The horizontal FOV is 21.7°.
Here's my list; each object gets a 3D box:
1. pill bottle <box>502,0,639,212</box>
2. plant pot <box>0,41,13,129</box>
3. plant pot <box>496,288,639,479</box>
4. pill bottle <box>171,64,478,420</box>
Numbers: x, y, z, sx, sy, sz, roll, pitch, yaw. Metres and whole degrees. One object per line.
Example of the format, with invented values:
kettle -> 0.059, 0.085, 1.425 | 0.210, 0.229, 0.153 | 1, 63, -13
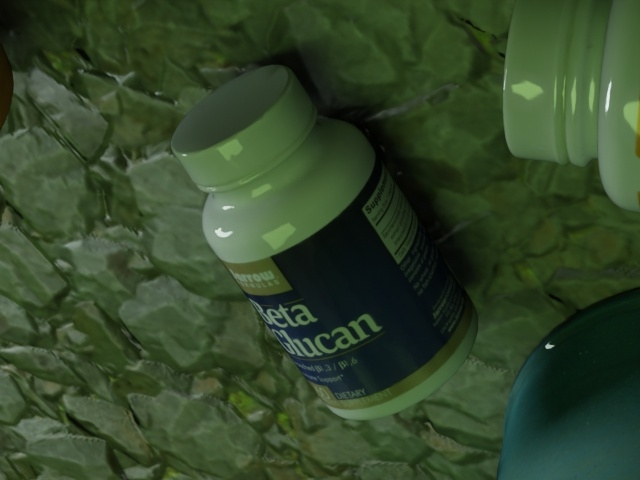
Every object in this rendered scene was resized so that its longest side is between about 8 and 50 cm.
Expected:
pill bottle -> 0.187, -0.063, 0.673 | 0.215, 0.117, 0.117 | 8, 132, 18
plant pot -> -0.248, -0.108, 0.786 | 0.205, 0.205, 0.188 | -4, 142, 27
plant pot -> 0.193, 0.202, 0.808 | 0.271, 0.255, 0.272 | 12, 132, 14
pill bottle -> 0.000, 0.000, 0.827 | 0.094, 0.094, 0.169 | -16, 121, 34
